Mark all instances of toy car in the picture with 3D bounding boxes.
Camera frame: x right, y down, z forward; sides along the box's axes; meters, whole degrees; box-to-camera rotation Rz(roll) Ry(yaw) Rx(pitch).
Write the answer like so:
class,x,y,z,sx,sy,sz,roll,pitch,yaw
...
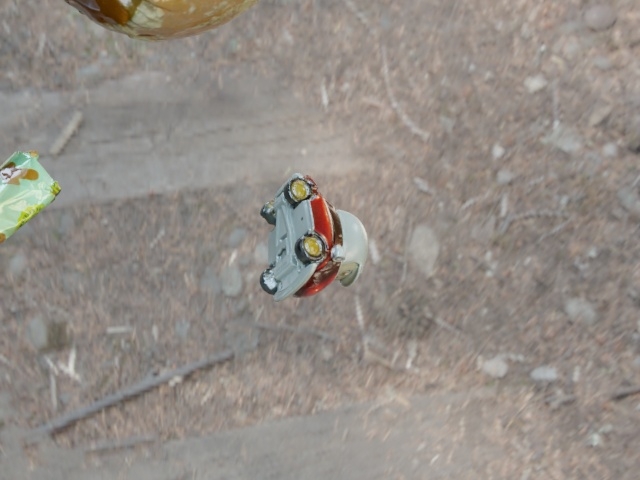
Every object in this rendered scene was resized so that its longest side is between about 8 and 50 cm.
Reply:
class,x,y,z,sx,sy,sz,roll,pitch,yaw
toy car,0.000,0.000,1.512,0.112,0.112,0.139,7,64,-26

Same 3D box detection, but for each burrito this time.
class,x,y,z,sx,sy,sz,roll,pitch,yaw
burrito,-0.360,0.010,1.350,0.104,0.054,0.288,24,52,30

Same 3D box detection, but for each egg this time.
class,x,y,z,sx,sy,sz,roll,pitch,yaw
egg,-0.154,-0.284,1.279,0.233,0.195,0.195,18,66,-10
